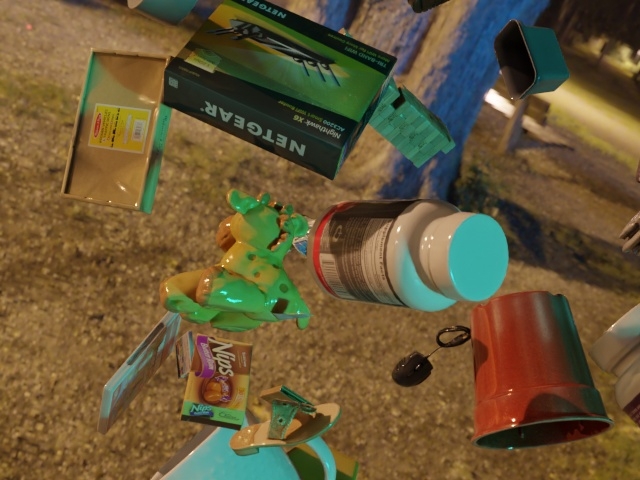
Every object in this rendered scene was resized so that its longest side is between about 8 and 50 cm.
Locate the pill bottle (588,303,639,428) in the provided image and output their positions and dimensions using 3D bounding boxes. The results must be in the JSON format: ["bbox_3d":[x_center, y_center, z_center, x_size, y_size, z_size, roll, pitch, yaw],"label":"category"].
[{"bbox_3d":[0.554,0.239,1.276,0.301,0.169,0.169,48,28,23],"label":"pill bottle"}]

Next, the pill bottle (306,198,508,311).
[{"bbox_3d":[0.136,0.021,1.366,0.176,0.176,0.318,9,-4,-37],"label":"pill bottle"}]

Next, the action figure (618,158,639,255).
[{"bbox_3d":[0.360,-0.009,0.763,0.185,0.099,0.285,25,26,-2],"label":"action figure"}]

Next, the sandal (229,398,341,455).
[{"bbox_3d":[-0.084,0.343,1.631,0.079,0.240,0.088,57,23,-25],"label":"sandal"}]

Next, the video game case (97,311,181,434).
[{"bbox_3d":[-0.415,0.294,1.978,0.025,0.204,0.285,30,47,7],"label":"video game case"}]

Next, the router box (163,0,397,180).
[{"bbox_3d":[-0.062,-0.260,1.388,0.309,0.081,0.243,24,53,6],"label":"router box"}]

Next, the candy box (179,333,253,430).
[{"bbox_3d":[-0.183,0.251,1.533,0.109,0.053,0.186,12,32,-7],"label":"candy box"}]

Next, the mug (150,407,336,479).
[{"bbox_3d":[-0.135,0.535,1.848,0.328,0.374,0.276,49,18,-1],"label":"mug"}]

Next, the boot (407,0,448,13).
[{"bbox_3d":[0.236,-0.565,1.610,0.094,0.246,0.207,63,3,-74],"label":"boot"}]

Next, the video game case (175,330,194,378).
[{"bbox_3d":[-0.299,0.253,1.883,0.011,0.122,0.087,-1,74,-24],"label":"video game case"}]

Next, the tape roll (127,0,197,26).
[{"bbox_3d":[-0.230,-0.458,1.379,0.072,0.219,0.219,23,18,-28],"label":"tape roll"}]

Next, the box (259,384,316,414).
[{"bbox_3d":[-0.067,0.444,2.278,0.164,0.021,0.201,34,-23,-9],"label":"box"}]

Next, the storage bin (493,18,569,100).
[{"bbox_3d":[0.383,-0.322,1.546,0.091,0.098,0.135,-4,69,-23],"label":"storage bin"}]

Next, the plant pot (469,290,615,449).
[{"bbox_3d":[0.413,0.256,1.693,0.272,0.272,0.265,12,60,-33],"label":"plant pot"}]

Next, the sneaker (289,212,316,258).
[{"bbox_3d":[0.000,0.000,1.704,0.211,0.081,0.080,5,-25,39],"label":"sneaker"}]

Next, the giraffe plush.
[{"bbox_3d":[-0.098,0.024,1.168,0.210,0.170,0.181,-2,-19,20],"label":"giraffe plush"}]

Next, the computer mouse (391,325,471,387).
[{"bbox_3d":[0.243,0.261,1.894,0.071,0.242,0.041,42,36,-3],"label":"computer mouse"}]

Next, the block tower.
[{"bbox_3d":[0.131,-0.278,1.733,0.335,0.097,0.091,34,27,-33],"label":"block tower"}]

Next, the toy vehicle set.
[{"bbox_3d":[-0.340,-0.189,1.453,0.166,0.267,0.035,11,-1,22],"label":"toy vehicle set"}]

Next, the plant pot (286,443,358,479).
[{"bbox_3d":[-0.016,0.624,2.122,0.212,0.212,0.187,25,39,16],"label":"plant pot"}]
